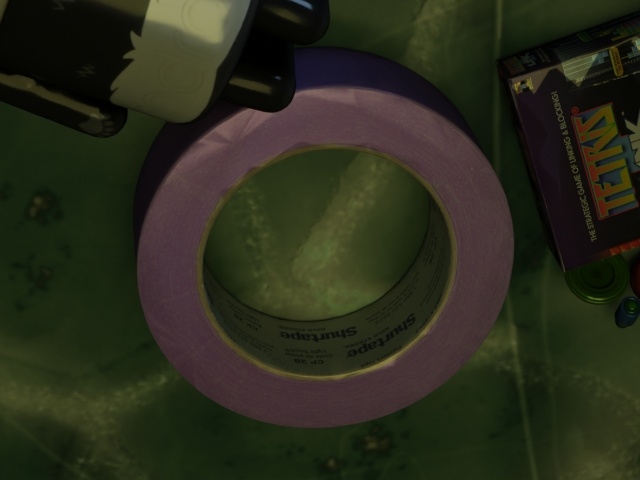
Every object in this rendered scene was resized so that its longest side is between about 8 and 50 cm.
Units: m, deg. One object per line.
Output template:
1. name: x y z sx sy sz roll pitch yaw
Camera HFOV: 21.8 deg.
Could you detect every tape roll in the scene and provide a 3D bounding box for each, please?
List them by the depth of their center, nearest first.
1. tape roll: 0.000 0.000 1.230 0.275 0.090 0.275 -3 115 -7

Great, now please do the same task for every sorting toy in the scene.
1. sorting toy: 0.240 0.038 1.310 0.102 0.061 0.042 4 157 -2

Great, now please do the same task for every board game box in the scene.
1. board game box: 0.223 -0.077 1.248 0.141 0.048 0.170 -20 116 0

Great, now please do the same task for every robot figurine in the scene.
1. robot figurine: -0.135 -0.179 1.083 0.278 0.173 0.209 17 86 -16
